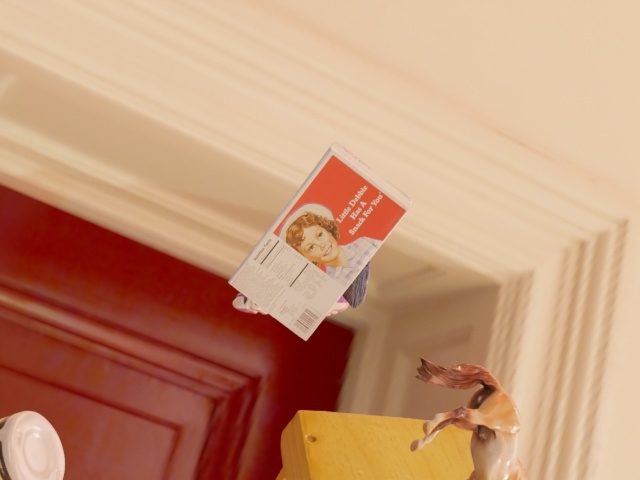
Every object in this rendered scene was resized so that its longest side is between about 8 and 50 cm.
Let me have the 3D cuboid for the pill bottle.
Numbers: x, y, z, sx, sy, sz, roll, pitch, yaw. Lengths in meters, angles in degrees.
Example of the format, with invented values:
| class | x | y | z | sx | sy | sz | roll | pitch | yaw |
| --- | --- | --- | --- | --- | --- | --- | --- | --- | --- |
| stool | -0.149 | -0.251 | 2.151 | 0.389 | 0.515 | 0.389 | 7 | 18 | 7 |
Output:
| class | x | y | z | sx | sy | sz | roll | pitch | yaw |
| --- | --- | --- | --- | --- | --- | --- | --- | --- | --- |
| pill bottle | -0.456 | 0.309 | 1.689 | 0.208 | 0.119 | 0.119 | -19 | -137 | 20 |

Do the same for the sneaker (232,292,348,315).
| class | x | y | z | sx | sy | sz | roll | pitch | yaw |
| --- | --- | --- | --- | --- | --- | --- | --- | --- | --- |
| sneaker | -0.059 | 0.098 | 2.560 | 0.095 | 0.236 | 0.104 | 47 | 48 | -73 |

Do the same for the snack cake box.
| class | x | y | z | sx | sy | sz | roll | pitch | yaw |
| --- | --- | --- | --- | --- | --- | --- | --- | --- | --- |
| snack cake box | 0.000 | 0.000 | 1.932 | 0.264 | 0.152 | 0.089 | -52 | -178 | 13 |

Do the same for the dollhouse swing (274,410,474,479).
| class | x | y | z | sx | sy | sz | roll | pitch | yaw |
| --- | --- | --- | --- | --- | --- | --- | --- | --- | --- |
| dollhouse swing | 0.102 | 0.456 | 2.105 | 0.315 | 0.347 | 0.305 | -103 | -155 | -49 |

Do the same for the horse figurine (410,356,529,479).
| class | x | y | z | sx | sy | sz | roll | pitch | yaw |
| --- | --- | --- | --- | --- | --- | --- | --- | --- | --- |
| horse figurine | 0.187 | 0.251 | 1.522 | 0.066 | 0.174 | 0.263 | 17 | -57 | 52 |

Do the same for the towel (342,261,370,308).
| class | x | y | z | sx | sy | sz | roll | pitch | yaw |
| --- | --- | --- | --- | --- | --- | --- | --- | --- | --- |
| towel | 0.052 | 0.058 | 2.128 | 0.067 | 0.029 | 0.119 | 49 | -25 | 27 |
